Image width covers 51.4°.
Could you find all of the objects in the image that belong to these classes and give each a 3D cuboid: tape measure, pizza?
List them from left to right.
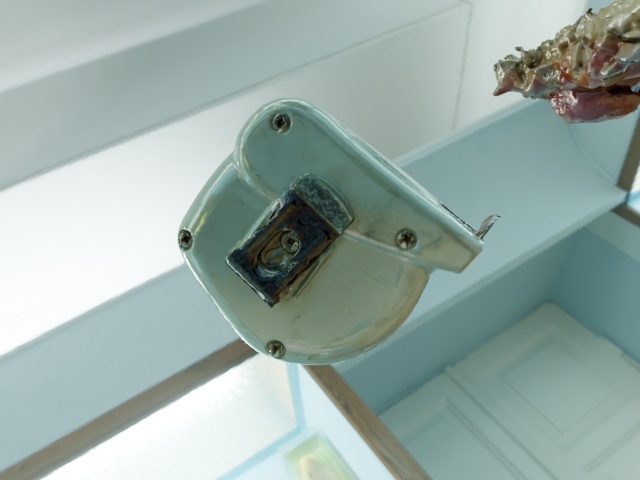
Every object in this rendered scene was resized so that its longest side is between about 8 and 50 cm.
[{"bbox_3d":[0.001,-0.001,0.641,0.246,0.243,0.125,-52,-9,10],"label":"tape measure"},{"bbox_3d":[0.196,-0.102,0.391,0.201,0.193,0.053,-6,-88,-35],"label":"pizza"}]
